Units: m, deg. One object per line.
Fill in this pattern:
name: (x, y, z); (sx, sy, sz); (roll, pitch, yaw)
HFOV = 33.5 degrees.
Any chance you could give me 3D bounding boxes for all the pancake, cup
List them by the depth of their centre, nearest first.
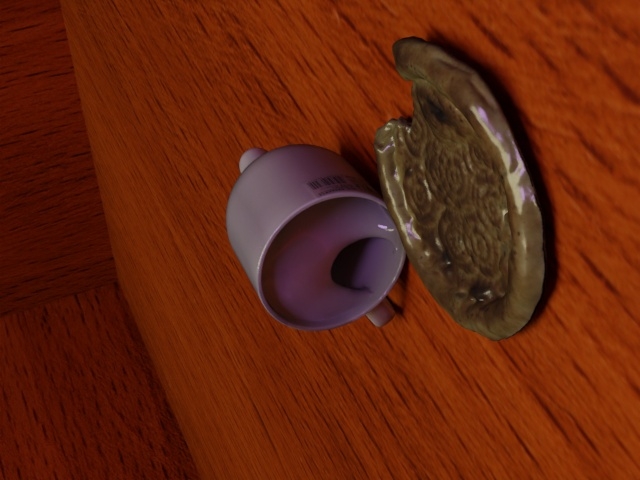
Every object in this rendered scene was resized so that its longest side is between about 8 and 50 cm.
pancake: (0.093, -0.031, 0.743); (0.235, 0.029, 0.212); (94, 152, -56)
cup: (0.002, -0.011, 0.937); (0.134, 0.173, 0.142); (-65, 33, 20)
